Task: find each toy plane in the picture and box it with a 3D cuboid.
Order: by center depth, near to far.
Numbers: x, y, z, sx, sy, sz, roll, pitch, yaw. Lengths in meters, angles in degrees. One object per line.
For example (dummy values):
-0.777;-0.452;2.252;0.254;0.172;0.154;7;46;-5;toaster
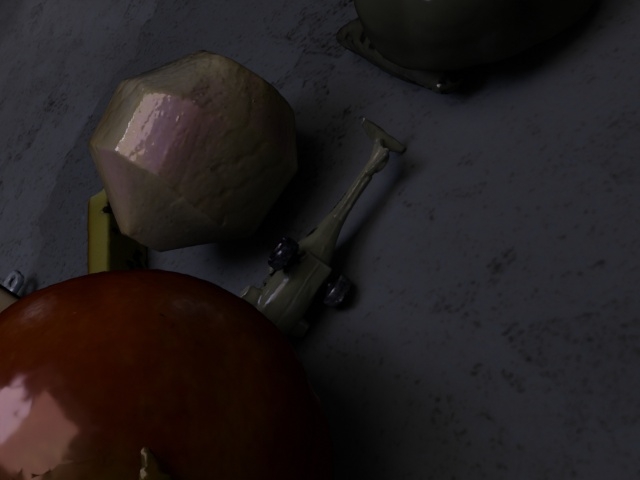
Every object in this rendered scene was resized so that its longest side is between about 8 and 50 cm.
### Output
0.000;0.000;0.786;0.286;0.092;0.108;-56;17;2;toy plane

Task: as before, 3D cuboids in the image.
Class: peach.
-0.160;0.182;0.630;0.370;0.370;0.370;-22;51;31;peach

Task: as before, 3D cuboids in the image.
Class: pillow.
0.107;-0.242;0.858;0.093;0.051;0.241;-48;41;1;pillow

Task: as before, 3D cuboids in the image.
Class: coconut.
-0.159;-0.100;0.879;0.259;0.259;0.259;-22;51;31;coconut

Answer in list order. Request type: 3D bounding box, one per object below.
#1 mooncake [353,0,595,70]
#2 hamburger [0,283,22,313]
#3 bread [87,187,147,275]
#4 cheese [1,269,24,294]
0.155;-0.303;0.759;0.274;0.135;0.275;-12;51;16;mooncake
-0.385;0.166;0.876;0.302;0.302;0.170;15;65;46;hamburger
-0.293;0.026;1.027;0.049;0.088;0.226;-33;47;18;bread
-0.580;0.175;1.205;0.249;0.070;0.163;-45;43;10;cheese
